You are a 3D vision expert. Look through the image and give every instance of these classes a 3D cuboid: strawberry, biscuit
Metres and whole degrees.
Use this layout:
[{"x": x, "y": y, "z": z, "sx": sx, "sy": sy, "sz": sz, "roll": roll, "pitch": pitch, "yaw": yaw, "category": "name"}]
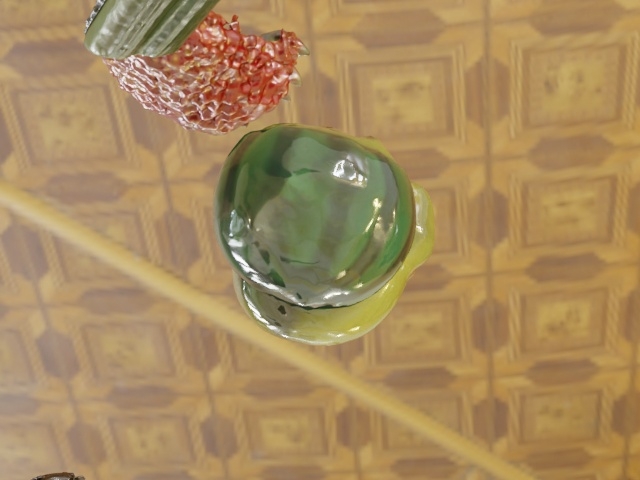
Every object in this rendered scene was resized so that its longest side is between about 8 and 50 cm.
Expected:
[{"x": -0.164, "y": -0.192, "z": 1.697, "sx": 0.233, "sy": 0.306, "sz": 0.138, "roll": 2, "pitch": 94, "yaw": 26, "category": "strawberry"}, {"x": -0.082, "y": -0.221, "z": 1.064, "sx": 0.099, "sy": 0.038, "sz": 0.322, "roll": -5, "pitch": 157, "yaw": -36, "category": "biscuit"}]

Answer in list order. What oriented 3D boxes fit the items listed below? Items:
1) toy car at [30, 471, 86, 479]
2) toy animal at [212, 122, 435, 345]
[{"x": -0.313, "y": 0.368, "z": 1.806, "sx": 0.071, "sy": 0.165, "sz": 0.062, "roll": -3, "pitch": 140, "yaw": -40, "category": "toy car"}, {"x": -0.001, "y": 0.002, "z": 1.388, "sx": 0.216, "sy": 0.191, "sz": 0.338, "roll": 8, "pitch": 169, "yaw": 6, "category": "toy animal"}]
